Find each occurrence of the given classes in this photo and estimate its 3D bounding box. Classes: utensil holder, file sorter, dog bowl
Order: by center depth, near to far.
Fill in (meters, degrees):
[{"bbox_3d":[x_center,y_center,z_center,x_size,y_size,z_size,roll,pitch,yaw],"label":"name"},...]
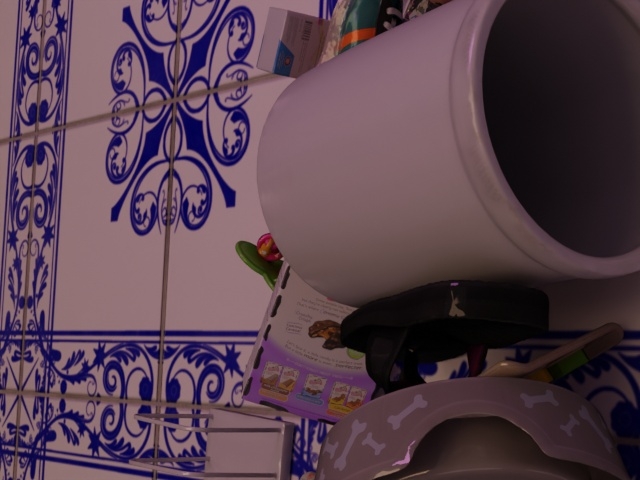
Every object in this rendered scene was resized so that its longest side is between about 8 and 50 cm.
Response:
[{"bbox_3d":[0.154,0.257,1.458,0.349,0.348,0.102,-41,41,41],"label":"dog bowl"},{"bbox_3d":[0.158,-0.098,1.510,0.385,0.327,0.328,-14,74,53],"label":"utensil holder"},{"bbox_3d":[-0.171,0.385,1.975,0.193,0.173,0.278,1,85,52],"label":"file sorter"}]

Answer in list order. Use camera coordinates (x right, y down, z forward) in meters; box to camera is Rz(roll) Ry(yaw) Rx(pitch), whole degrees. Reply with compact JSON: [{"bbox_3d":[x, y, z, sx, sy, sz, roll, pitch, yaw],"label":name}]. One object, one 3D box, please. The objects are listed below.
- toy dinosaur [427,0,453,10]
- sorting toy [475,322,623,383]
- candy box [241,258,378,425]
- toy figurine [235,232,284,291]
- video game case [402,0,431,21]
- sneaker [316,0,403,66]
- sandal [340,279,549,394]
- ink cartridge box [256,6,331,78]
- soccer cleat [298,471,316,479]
[{"bbox_3d":[0.249,-0.371,1.529,0.127,0.200,0.296,31,109,50],"label":"toy dinosaur"},{"bbox_3d":[0.209,0.161,1.497,0.193,0.208,0.038,-40,70,41],"label":"sorting toy"},{"bbox_3d":[0.005,0.129,1.789,0.070,0.164,0.196,-96,25,-73],"label":"candy box"},{"bbox_3d":[0.000,0.000,1.849,0.159,0.173,0.130,-51,5,18],"label":"toy figurine"},{"bbox_3d":[0.160,-0.383,1.679,0.232,0.041,0.210,-81,16,-66],"label":"video game case"},{"bbox_3d":[0.065,-0.226,1.838,0.121,0.108,0.302,23,94,22],"label":"sneaker"},{"bbox_3d":[0.119,0.124,1.535,0.446,0.167,0.107,133,143,-76],"label":"sandal"},{"bbox_3d":[-0.018,-0.266,1.920,0.052,0.122,0.089,24,103,55],"label":"ink cartridge box"},{"bbox_3d":[0.002,0.340,1.849,0.196,0.068,0.076,-33,57,48],"label":"soccer cleat"}]
